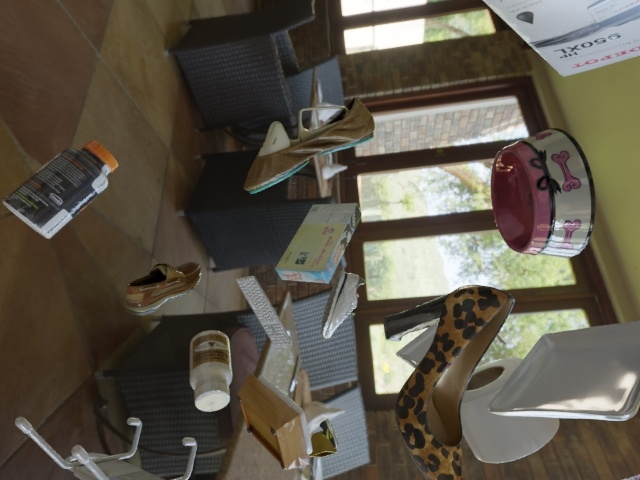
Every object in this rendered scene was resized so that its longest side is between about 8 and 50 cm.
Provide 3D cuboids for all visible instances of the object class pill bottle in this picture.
[{"bbox_3d":[-0.346,0.409,1.340,0.229,0.131,0.131,-113,-171,-52],"label":"pill bottle"},{"bbox_3d":[-0.613,-0.133,1.026,0.246,0.130,0.130,-52,153,-23],"label":"pill bottle"}]

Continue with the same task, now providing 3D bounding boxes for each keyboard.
[{"bbox_3d":[-0.166,0.214,1.259,0.256,0.072,0.014,64,29,-19],"label":"keyboard"}]

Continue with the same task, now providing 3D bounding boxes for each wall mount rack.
[{"bbox_3d":[-0.449,0.455,0.894,0.304,0.349,0.131,30,65,-56],"label":"wall mount rack"}]

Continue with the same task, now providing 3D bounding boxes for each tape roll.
[{"bbox_3d":[0.481,0.449,1.146,0.169,0.246,0.246,62,4,7],"label":"tape roll"}]

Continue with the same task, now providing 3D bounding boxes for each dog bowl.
[{"bbox_3d":[0.670,-0.135,1.334,0.408,0.150,0.408,-8,90,-87],"label":"dog bowl"}]

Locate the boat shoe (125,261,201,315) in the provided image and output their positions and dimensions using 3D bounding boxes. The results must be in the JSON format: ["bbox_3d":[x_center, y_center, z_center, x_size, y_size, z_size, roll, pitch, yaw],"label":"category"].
[{"bbox_3d":[-0.547,0.142,1.503,0.324,0.122,0.120,-41,135,-58],"label":"boat shoe"}]

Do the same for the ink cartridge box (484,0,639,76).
[{"bbox_3d":[0.415,-0.398,0.574,0.394,0.285,0.167,3,87,-44],"label":"ink cartridge box"}]

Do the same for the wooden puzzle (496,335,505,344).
[{"bbox_3d":[0.609,0.328,1.480,0.116,0.014,0.078,48,7,-3],"label":"wooden puzzle"}]

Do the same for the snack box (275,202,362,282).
[{"bbox_3d":[0.000,0.000,1.435,0.322,0.187,0.060,-61,138,-36],"label":"snack box"}]

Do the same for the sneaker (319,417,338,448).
[{"bbox_3d":[0.024,0.544,1.190,0.031,0.035,0.083,56,12,-79],"label":"sneaker"}]

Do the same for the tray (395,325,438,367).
[{"bbox_3d":[0.403,0.351,1.489,0.030,0.270,0.145,60,-13,-14],"label":"tray"}]

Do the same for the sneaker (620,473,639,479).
[{"bbox_3d":[0.570,0.435,0.716,0.102,0.160,0.282,-107,-155,-44],"label":"sneaker"}]

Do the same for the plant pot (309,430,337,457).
[{"bbox_3d":[0.007,0.811,1.696,0.081,0.081,0.083,33,36,-43],"label":"plant pot"}]

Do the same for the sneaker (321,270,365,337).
[{"bbox_3d":[0.070,0.222,1.411,0.090,0.094,0.235,-142,-108,-77],"label":"sneaker"}]

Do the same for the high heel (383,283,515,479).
[{"bbox_3d":[0.187,0.193,0.537,0.093,0.186,0.261,10,60,-46],"label":"high heel"}]

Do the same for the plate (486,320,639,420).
[{"bbox_3d":[0.495,0.252,0.804,0.045,0.277,0.278,58,-33,2],"label":"plate"}]

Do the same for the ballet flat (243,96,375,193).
[{"bbox_3d":[-0.039,-0.231,0.967,0.116,0.342,0.124,-123,-171,-66],"label":"ballet flat"}]

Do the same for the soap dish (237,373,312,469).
[{"bbox_3d":[-0.165,0.629,1.473,0.118,0.290,0.229,-27,120,-34],"label":"soap dish"}]
